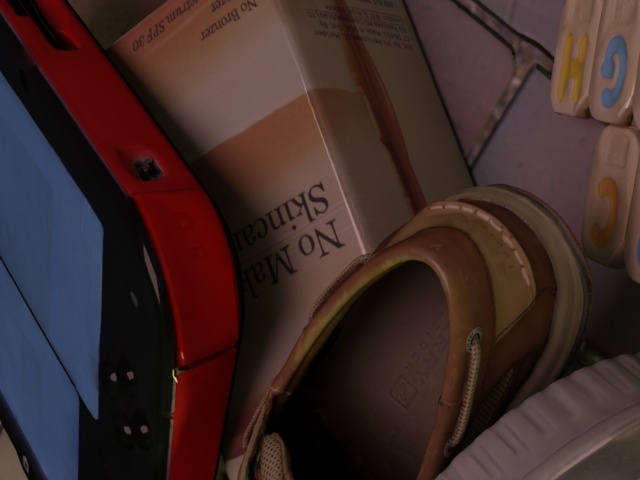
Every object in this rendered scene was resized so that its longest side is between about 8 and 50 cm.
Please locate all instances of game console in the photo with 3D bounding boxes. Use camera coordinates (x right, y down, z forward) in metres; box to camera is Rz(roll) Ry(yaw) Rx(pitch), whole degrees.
[{"bbox_3d":[-0.165,0.028,1.013,0.386,0.060,0.342,53,142,40],"label":"game console"}]

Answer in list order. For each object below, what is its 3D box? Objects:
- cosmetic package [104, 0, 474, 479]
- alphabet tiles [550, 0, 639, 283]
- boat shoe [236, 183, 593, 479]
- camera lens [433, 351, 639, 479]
[{"bbox_3d":[0.000,0.000,0.939,0.153,0.129,0.296,-32,72,34],"label":"cosmetic package"},{"bbox_3d":[0.168,-0.116,0.758,0.284,0.021,0.278,-143,60,-75],"label":"alphabet tiles"},{"bbox_3d":[0.004,0.116,0.780,0.123,0.116,0.324,35,113,26],"label":"boat shoe"},{"bbox_3d":[0.174,0.209,0.703,0.274,0.219,0.219,47,119,35],"label":"camera lens"}]
